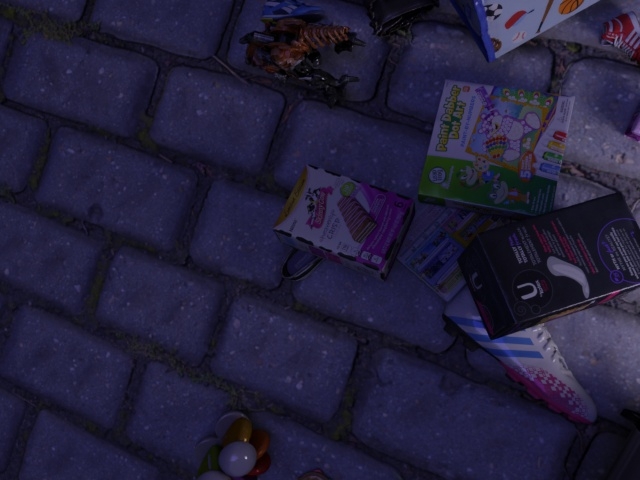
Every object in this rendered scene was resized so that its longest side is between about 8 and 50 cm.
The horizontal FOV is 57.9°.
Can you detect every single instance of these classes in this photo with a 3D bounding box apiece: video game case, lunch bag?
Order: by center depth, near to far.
[{"bbox_3d":[0.355,-0.596,1.065,0.328,0.239,0.385,-26,65,13],"label":"lunch bag"},{"bbox_3d":[0.247,-0.017,1.130,0.212,0.023,0.193,-46,68,-4],"label":"video game case"}]

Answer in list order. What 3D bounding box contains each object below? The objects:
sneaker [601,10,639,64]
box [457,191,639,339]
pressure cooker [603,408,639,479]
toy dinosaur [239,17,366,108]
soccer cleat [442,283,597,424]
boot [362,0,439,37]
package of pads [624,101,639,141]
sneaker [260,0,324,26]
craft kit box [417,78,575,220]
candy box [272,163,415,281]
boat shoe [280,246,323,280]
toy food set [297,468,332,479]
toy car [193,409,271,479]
[{"bbox_3d":[0.571,-0.366,1.085,0.067,0.042,0.118,-17,75,10],"label":"sneaker"},{"bbox_3d":[0.403,0.047,1.002,0.271,0.143,0.165,-15,71,-8],"label":"box"},{"bbox_3d":[0.621,0.439,0.858,0.370,0.375,0.420,27,95,18],"label":"pressure cooker"},{"bbox_3d":[-0.039,-0.370,1.152,0.322,0.219,0.164,49,122,54],"label":"toy dinosaur"},{"bbox_3d":[0.384,0.195,1.067,0.331,0.116,0.143,37,97,14],"label":"soccer cleat"},{"bbox_3d":[0.090,-0.527,1.199,0.263,0.091,0.228,-19,82,11],"label":"boot"},{"bbox_3d":[0.597,-0.228,1.066,0.032,0.050,0.083,25,94,10],"label":"package of pads"},{"bbox_3d":[-0.061,-0.503,1.258,0.144,0.053,0.059,5,86,14],"label":"sneaker"},{"bbox_3d":[0.334,-0.173,1.110,0.247,0.061,0.249,11,78,18],"label":"craft kit box"},{"bbox_3d":[0.047,-0.038,1.127,0.234,0.071,0.159,20,72,19],"label":"candy box"},{"bbox_3d":[0.000,0.000,1.204,0.078,0.070,0.219,41,97,14],"label":"boat shoe"},{"bbox_3d":[-0.011,0.521,1.205,0.083,0.020,0.082,-16,83,14],"label":"toy food set"},{"bbox_3d":[-0.178,0.460,1.205,0.136,0.159,0.182,37,98,-23],"label":"toy car"}]
